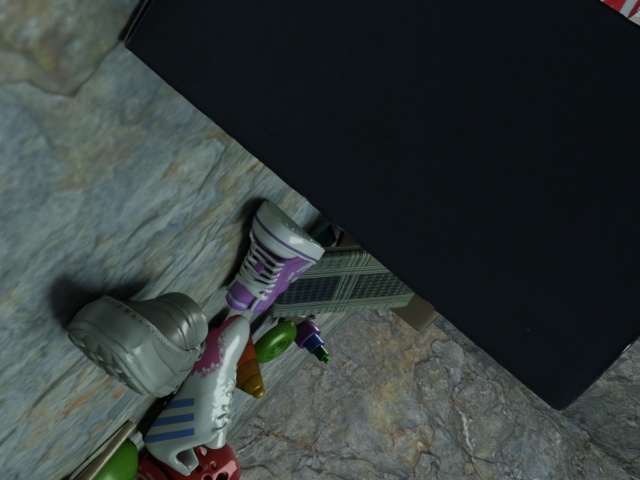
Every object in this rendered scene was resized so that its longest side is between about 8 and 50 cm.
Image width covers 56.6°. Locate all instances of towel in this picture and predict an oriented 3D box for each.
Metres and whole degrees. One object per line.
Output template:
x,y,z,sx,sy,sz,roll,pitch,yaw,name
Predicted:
0.062,0.075,1.214,0.324,0.056,0.312,-3,153,-11,towel

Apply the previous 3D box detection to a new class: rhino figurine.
-0.053,0.163,1.434,0.106,0.073,0.243,-40,163,-24,rhino figurine

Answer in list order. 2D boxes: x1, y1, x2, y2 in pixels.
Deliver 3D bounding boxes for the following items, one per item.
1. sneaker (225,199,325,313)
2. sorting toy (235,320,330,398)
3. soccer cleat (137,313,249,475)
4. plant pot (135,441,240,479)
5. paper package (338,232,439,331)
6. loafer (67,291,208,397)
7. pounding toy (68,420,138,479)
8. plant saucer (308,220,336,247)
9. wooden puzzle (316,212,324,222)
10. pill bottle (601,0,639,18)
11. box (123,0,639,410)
-0.078,0.043,0.873,0.161,0.102,0.282,-46,169,-4,sneaker
-0.088,0.263,1.299,0.127,0.126,0.366,-52,155,22,sorting toy
-0.196,0.282,1.071,0.331,0.143,0.116,-54,168,19,soccer cleat
-0.300,0.503,1.302,0.174,0.191,0.191,-31,159,-38,plant pot
0.210,0.031,1.420,0.168,0.309,0.325,-45,169,-22,paper package
-0.182,0.101,0.644,0.111,0.112,0.319,-52,178,-17,loafer
-0.363,0.443,1.030,0.183,0.110,0.237,-42,167,-38,pounding toy
0.000,0.000,1.235,0.067,0.018,0.192,-43,168,-3,plant saucer
0.019,-0.065,1.134,0.083,0.006,0.049,-53,169,16,wooden puzzle
0.329,-0.384,0.729,0.229,0.229,0.408,-54,169,19,pill bottle
0.095,-0.093,0.462,0.179,0.343,0.312,-52,168,14,box
